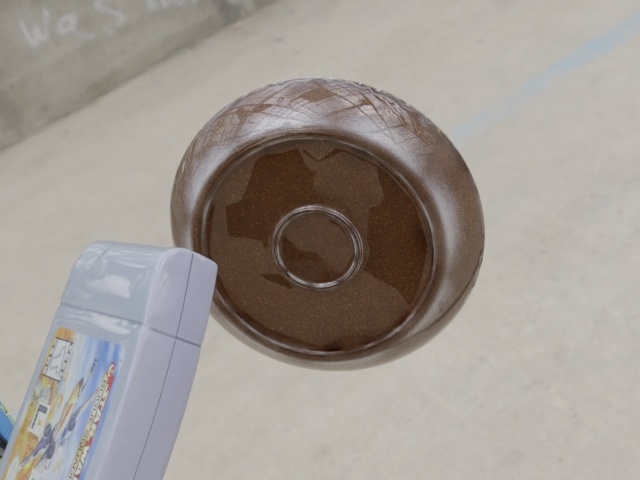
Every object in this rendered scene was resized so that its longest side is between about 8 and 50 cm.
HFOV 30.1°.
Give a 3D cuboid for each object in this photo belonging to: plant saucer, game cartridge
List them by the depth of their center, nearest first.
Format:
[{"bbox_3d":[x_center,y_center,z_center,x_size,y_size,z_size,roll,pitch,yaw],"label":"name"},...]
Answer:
[{"bbox_3d":[-0.170,0.143,0.869,0.198,0.062,0.297,0,70,64],"label":"game cartridge"},{"bbox_3d":[0.000,0.000,1.136,0.310,0.311,0.050,-14,20,17],"label":"plant saucer"}]

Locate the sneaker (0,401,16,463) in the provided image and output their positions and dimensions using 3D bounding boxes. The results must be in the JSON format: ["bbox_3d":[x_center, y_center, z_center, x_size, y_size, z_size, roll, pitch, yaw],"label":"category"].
[{"bbox_3d":[-0.311,0.221,1.146,0.078,0.188,0.067,-36,-1,-8],"label":"sneaker"}]
